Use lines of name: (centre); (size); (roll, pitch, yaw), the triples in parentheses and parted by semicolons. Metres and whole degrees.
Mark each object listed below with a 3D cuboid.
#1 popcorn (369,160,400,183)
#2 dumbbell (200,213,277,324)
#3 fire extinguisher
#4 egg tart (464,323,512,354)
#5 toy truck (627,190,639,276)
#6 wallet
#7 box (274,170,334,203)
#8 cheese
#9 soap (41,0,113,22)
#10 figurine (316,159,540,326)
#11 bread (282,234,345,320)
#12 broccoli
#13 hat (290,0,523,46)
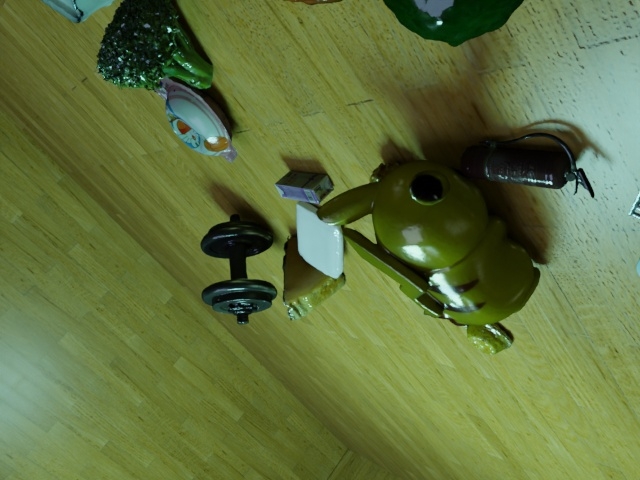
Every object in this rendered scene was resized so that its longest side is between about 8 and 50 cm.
popcorn: (0.116, -0.086, 0.892); (0.082, 0.057, 0.083); (36, 156, 5)
dumbbell: (-0.208, 0.070, 1.470); (0.192, 0.290, 0.192); (-6, 160, -2)
fire extinguisher: (0.243, -0.093, 0.689); (0.157, 0.045, 0.078); (17, 139, 47)
egg tart: (0.320, 0.189, 1.123); (0.105, 0.039, 0.105); (32, 158, 14)
toy truck: (0.377, -0.011, 0.586); (0.115, 0.080, 0.178); (34, 157, 28)
wallet: (0.000, 0.000, 1.254); (0.124, 0.032, 0.183); (30, 147, 25)
box: (-0.032, -0.103, 1.105); (0.117, 0.050, 0.036); (15, 141, 49)
cheese: (-0.271, -0.265, 1.147); (0.286, 0.074, 0.189); (45, 156, -11)
soap: (-0.493, -0.507, 1.020); (0.261, 0.094, 0.150); (35, 153, 15)
figurine: (0.161, 0.001, 0.821); (0.218, 0.169, 0.327); (-4, 136, 48)
bread: (-0.053, 0.082, 1.399); (0.160, 0.169, 0.140); (44, 165, 32)
broccoli: (-0.269, -0.308, 0.976); (0.219, 0.194, 0.194); (-17, 124, 37)
hat: (-0.019, -0.303, 0.474); (0.400, 0.285, 0.285); (36, 163, -33)
